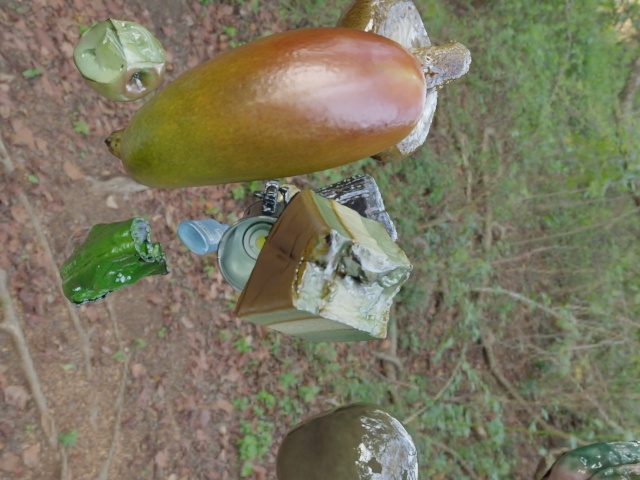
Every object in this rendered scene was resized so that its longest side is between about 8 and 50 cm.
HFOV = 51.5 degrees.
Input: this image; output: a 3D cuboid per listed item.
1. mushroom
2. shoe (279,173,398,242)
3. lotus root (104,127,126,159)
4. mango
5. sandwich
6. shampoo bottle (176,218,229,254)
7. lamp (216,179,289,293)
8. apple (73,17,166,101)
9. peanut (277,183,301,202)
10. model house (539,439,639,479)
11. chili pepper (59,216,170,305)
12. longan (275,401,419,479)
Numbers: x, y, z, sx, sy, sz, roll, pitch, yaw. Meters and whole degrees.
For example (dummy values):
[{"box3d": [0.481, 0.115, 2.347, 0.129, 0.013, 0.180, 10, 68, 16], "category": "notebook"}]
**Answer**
[{"box3d": [0.134, -0.335, 1.388, 0.345, 0.239, 0.346, 9, 73, -31], "category": "mushroom"}, {"box3d": [0.000, 0.000, 1.671, 0.171, 0.383, 0.237, 118, -49, -77], "category": "shoe"}, {"box3d": [-0.463, -0.260, 1.837, 0.110, 0.258, 0.097, 119, -34, -62], "category": "lotus root"}, {"box3d": [-0.046, -0.115, 0.599, 0.146, 0.288, 0.129, -119, -168, -68], "category": "mango"}, {"box3d": [-0.004, 0.075, 0.922, 0.155, 0.228, 0.198, 23, 16, -21], "category": "sandwich"}, {"box3d": [-0.305, -0.015, 1.820, 0.104, 0.061, 0.258, 46, 10, 5], "category": "shampoo bottle"}, {"box3d": [-0.099, -0.016, 1.194, 0.227, 0.146, 0.172, -93, -169, -70], "category": "lamp"}, {"box3d": [-0.471, -0.420, 1.574, 0.207, 0.174, 0.188, -18, 69, -27], "category": "apple"}, {"box3d": [-0.097, 0.000, 1.870, 0.153, 0.140, 0.325, -39, 134, -53], "category": "peanut"}, {"box3d": [0.273, 0.298, 0.481, 0.237, 0.202, 0.237, 41, 9, 1], "category": "model house"}, {"box3d": [-0.514, 0.038, 1.660, 0.213, 0.384, 0.168, -11, 81, -49], "category": "chili pepper"}, {"box3d": [0.043, 0.382, 1.103, 0.215, 0.245, 0.246, -42, 118, -81], "category": "longan"}]
